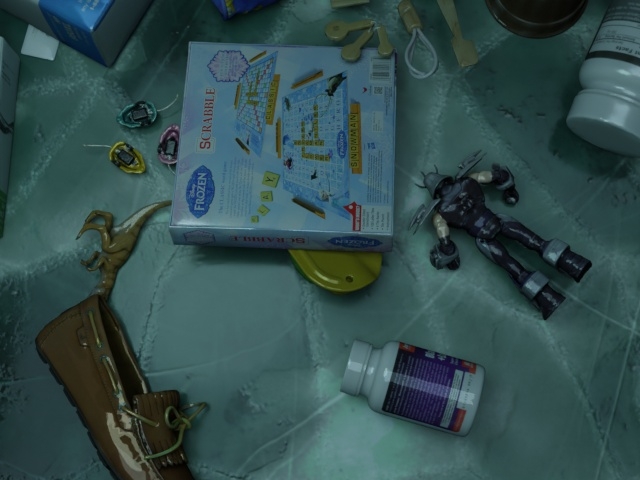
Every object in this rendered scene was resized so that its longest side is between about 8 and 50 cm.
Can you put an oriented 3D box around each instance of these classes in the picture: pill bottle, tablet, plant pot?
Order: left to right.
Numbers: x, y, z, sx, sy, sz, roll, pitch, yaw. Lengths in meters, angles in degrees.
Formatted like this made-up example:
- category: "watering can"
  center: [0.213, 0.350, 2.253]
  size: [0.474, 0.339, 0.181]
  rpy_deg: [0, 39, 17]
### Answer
- category: "tablet"
  center: [-0.430, -0.324, 1.872]
  size: [0.054, 0.006, 0.083]
  rpy_deg: [13, 82, 3]
- category: "pill bottle"
  center: [0.131, 0.206, 1.729]
  size: [0.193, 0.108, 0.108]
  rpy_deg: [16, 82, 3]
- category: "plant pot"
  center: [0.336, -0.406, 1.791]
  size: [0.167, 0.165, 0.167]
  rpy_deg: [0, 81, 0]
- category: "pill bottle"
  center: [0.480, -0.275, 1.770]
  size: [0.161, 0.161, 0.283]
  rpy_deg: [24, 83, 5]

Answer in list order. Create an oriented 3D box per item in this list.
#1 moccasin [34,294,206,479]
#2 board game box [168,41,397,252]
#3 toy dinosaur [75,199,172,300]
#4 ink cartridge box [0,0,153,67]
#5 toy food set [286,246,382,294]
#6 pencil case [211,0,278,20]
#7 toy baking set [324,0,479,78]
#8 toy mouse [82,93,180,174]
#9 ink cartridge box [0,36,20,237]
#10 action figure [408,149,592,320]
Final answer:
- category: "moccasin"
  center: [-0.253, 0.250, 1.725]
  size: [0.147, 0.139, 0.380]
  rpy_deg: [-36, 73, 5]
- category: "board game box"
  center: [-0.048, -0.141, 1.764]
  size: [0.318, 0.066, 0.319]
  rpy_deg: [3, 64, 2]
- category: "toy dinosaur"
  center: [-0.299, -0.006, 1.803]
  size: [0.112, 0.064, 0.211]
  rpy_deg: [33, 92, -12]
- category: "ink cartridge box"
  center: [-0.424, -0.492, 1.816]
  size: [0.395, 0.166, 0.285]
  rpy_deg: [29, 81, 6]
- category: "toy food set"
  center: [0.000, 0.000, 1.780]
  size: [0.128, 0.071, 0.218]
  rpy_deg: [-24, 65, -22]
- category: "pencil case"
  center: [-0.033, -0.439, 1.817]
  size: [0.306, 0.133, 0.119]
  rpy_deg: [-22, 73, -1]
- category: "toy baking set"
  center: [0.124, -0.329, 1.814]
  size: [0.256, 0.030, 0.197]
  rpy_deg: [12, 61, 11]
- category: "toy mouse"
  center: [-0.255, -0.161, 1.831]
  size: [0.161, 0.031, 0.143]
  rpy_deg: [31, 83, 5]
- category: "ink cartridge box"
  center: [-0.573, -0.159, 1.791]
  size: [0.211, 0.121, 0.289]
  rpy_deg: [4, 81, 1]
- category: "action figure"
  center: [0.253, -0.010, 1.771]
  size: [0.285, 0.099, 0.185]
  rpy_deg: [40, 91, 10]
